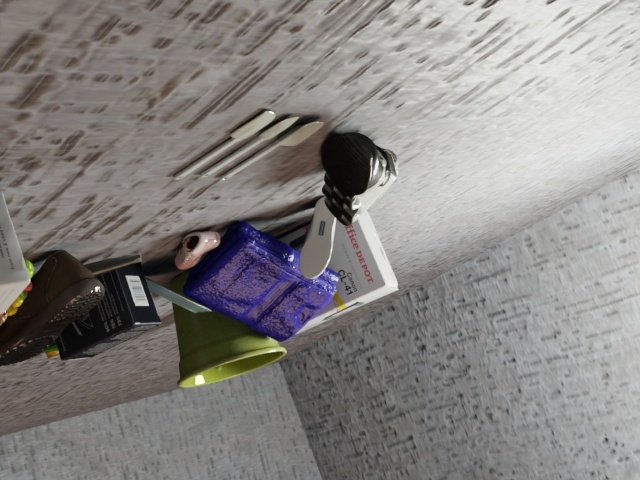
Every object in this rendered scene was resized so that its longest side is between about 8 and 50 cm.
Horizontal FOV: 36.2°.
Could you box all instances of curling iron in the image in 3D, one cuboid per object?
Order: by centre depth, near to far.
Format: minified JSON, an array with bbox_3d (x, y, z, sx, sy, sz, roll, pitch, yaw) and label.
[{"bbox_3d":[-0.495,0.071,1.985,0.274,0.035,0.068,-20,164,-2],"label":"curling iron"}]

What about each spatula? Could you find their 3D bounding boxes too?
[{"bbox_3d":[-0.126,-0.155,1.687,0.242,0.019,0.168,-30,166,32],"label":"spatula"}]

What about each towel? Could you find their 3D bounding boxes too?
[{"bbox_3d":[-0.129,0.105,2.205,0.308,0.076,0.228,31,110,-34],"label":"towel"}]

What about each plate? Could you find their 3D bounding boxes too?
[{"bbox_3d":[-0.333,0.127,2.216,0.024,0.188,0.188,-64,168,-5],"label":"plate"}]

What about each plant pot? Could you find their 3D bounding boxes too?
[{"bbox_3d":[-0.251,0.198,2.406,0.276,0.254,0.276,-17,166,-4],"label":"plant pot"}]

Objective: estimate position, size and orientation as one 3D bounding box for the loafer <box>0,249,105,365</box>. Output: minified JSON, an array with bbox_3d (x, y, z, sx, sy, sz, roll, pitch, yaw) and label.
[{"bbox_3d":[-0.570,0.137,1.921,0.366,0.130,0.134,-34,166,24],"label":"loafer"}]

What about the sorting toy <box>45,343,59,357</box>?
[{"bbox_3d":[-0.634,0.250,2.493,0.229,0.041,0.307,-18,167,-15],"label":"sorting toy"}]

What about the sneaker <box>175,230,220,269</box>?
[{"bbox_3d":[-0.281,0.019,2.091,0.134,0.051,0.070,-33,161,32],"label":"sneaker"}]

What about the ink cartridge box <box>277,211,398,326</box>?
[{"bbox_3d":[0.001,0.075,2.386,0.306,0.226,0.131,-26,168,16],"label":"ink cartridge box"}]

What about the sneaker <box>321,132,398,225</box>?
[{"bbox_3d":[0.087,-0.149,1.896,0.146,0.122,0.330,-37,170,-14],"label":"sneaker"}]

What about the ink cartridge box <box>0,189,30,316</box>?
[{"bbox_3d":[-0.666,0.074,1.430,0.384,0.160,0.279,-11,164,-39],"label":"ink cartridge box"}]

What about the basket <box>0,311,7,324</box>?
[{"bbox_3d":[-0.738,0.147,1.776,0.299,0.223,0.213,-33,-164,42],"label":"basket"}]

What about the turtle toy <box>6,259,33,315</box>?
[{"bbox_3d":[-0.564,0.074,1.791,0.066,0.095,0.130,-38,180,-37],"label":"turtle toy"}]

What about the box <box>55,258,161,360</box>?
[{"bbox_3d":[-0.469,0.148,2.089,0.207,0.153,0.108,-25,168,20],"label":"box"}]

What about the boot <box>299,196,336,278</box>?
[{"bbox_3d":[0.000,0.000,2.198,0.069,0.190,0.086,16,170,4],"label":"boot"}]
